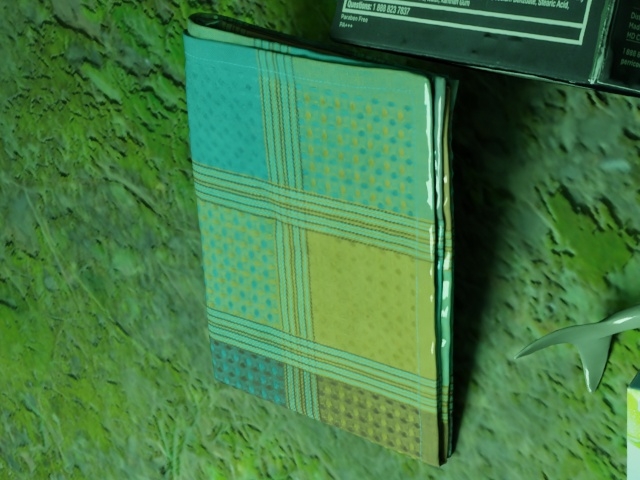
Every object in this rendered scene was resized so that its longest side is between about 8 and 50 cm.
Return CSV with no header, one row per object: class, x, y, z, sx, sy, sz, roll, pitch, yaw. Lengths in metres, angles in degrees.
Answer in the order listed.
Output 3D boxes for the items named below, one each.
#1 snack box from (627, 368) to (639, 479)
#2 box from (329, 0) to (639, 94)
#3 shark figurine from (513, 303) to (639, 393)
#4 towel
snack box,0.311,0.187,1.093,0.174,0.070,0.207,15,133,30
box,0.186,-0.266,1.147,0.296,0.182,0.294,19,101,50
shark figurine,0.298,0.088,1.145,0.278,0.116,0.166,28,103,30
towel,0.000,0.000,1.308,0.271,0.040,0.370,18,126,33
